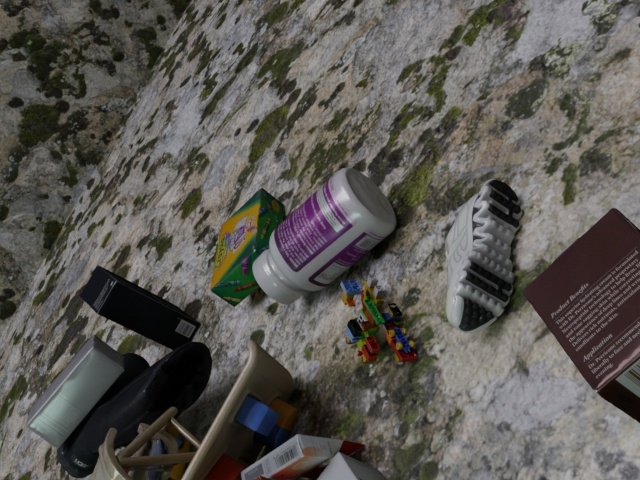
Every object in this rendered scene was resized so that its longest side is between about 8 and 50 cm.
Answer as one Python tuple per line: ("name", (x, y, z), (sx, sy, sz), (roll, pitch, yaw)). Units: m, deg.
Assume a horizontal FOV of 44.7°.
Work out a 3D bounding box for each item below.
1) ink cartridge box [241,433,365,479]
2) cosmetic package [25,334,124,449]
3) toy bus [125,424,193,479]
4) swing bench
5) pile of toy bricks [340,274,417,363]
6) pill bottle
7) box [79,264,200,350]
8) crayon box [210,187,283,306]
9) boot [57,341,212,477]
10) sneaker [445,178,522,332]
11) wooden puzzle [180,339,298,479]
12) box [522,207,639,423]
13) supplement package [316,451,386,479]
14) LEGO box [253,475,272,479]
("ink cartridge box", (-0.024, 0.389, 1.329), (0.145, 0.179, 0.045), (-39, 49, 26))
("cosmetic package", (-0.572, 0.349, 1.824), (0.238, 0.107, 0.127), (-47, 16, -3))
("toy bus", (-0.352, 0.510, 1.722), (0.202, 0.104, 0.191), (-56, 22, 1))
("swing bench", (-0.348, 0.479, 1.445), (0.165, 0.254, 0.253), (33, 107, 24))
("pile of toy bricks", (0.088, 0.170, 1.450), (0.212, 0.118, 0.105), (-118, 33, -45))
("pill bottle", (0.000, 0.000, 1.638), (0.301, 0.169, 0.169), (-41, 35, 23))
("box", (-0.472, 0.180, 2.028), (0.103, 0.261, 0.184), (-59, 31, -4))
("crayon box", (-0.176, 0.012, 1.909), (0.165, 0.081, 0.278), (-41, 26, 24))
("boot", (-0.407, 0.335, 1.818), (0.445, 0.146, 0.367), (-41, 20, 39))
("sneaker", (0.262, 0.035, 1.328), (0.118, 0.110, 0.292), (-28, 33, 50))
("wooden puzzle", (-0.137, 0.380, 1.417), (0.080, 0.322, 0.348), (20, 75, 17))
("box", (0.407, 0.104, 0.997), (0.168, 0.167, 0.203), (-46, 33, 18))
("supplement package", (0.068, 0.439, 1.219), (0.105, 0.105, 0.179), (-54, 33, 5))
("LEGO box", (-0.098, 0.677, 1.149), (0.372, 0.193, 0.500), (-46, 33, 16))
